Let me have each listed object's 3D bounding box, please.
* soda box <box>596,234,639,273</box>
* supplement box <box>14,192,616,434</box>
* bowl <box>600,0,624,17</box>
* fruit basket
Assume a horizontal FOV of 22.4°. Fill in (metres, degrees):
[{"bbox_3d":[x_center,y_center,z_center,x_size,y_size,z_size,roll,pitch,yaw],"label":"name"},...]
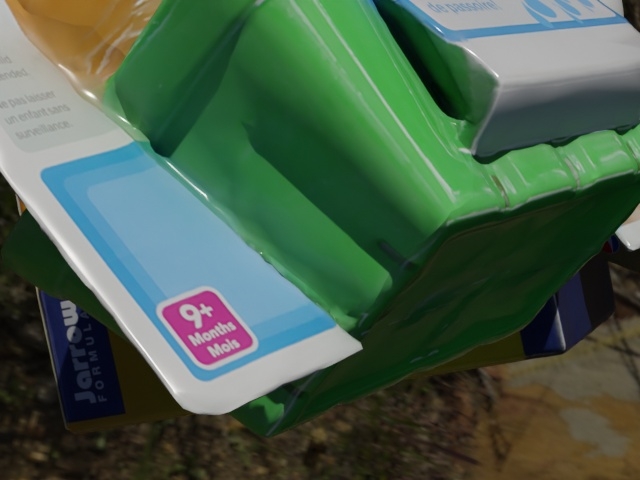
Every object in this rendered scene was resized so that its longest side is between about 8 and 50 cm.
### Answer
[{"bbox_3d":[0.245,-0.050,1.101,0.058,0.061,0.181,23,40,26],"label":"soda box"},{"bbox_3d":[0.000,0.000,1.125,0.356,0.194,0.195,-11,91,20],"label":"supplement box"},{"bbox_3d":[0.043,-0.149,0.886,0.298,0.298,0.134,35,133,27],"label":"bowl"},{"bbox_3d":[-0.039,-0.114,0.597,0.165,0.327,0.353,-44,73,32],"label":"fruit basket"}]
